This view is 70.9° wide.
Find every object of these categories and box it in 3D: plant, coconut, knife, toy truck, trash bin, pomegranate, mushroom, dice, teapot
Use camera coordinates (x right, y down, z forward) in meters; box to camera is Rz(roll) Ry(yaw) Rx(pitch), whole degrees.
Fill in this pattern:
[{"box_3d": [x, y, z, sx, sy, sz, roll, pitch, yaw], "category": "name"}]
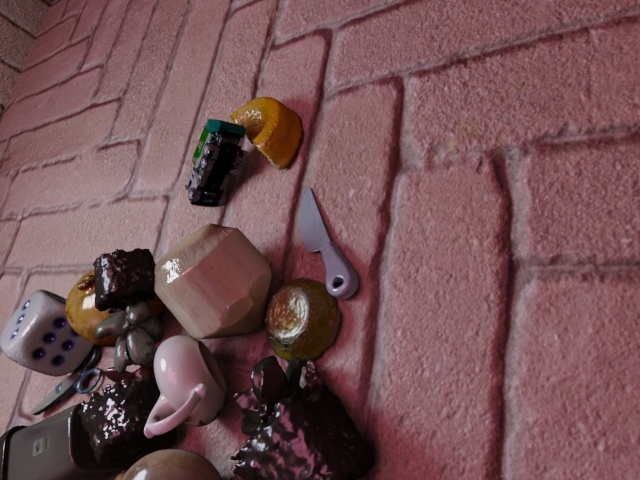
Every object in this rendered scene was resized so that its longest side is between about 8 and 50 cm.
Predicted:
[{"box_3d": [-0.438, 0.159, 1.031, 0.146, 0.149, 0.274, -23, 74, 59], "category": "plant"}, {"box_3d": [-0.228, 0.103, 1.019, 0.237, 0.266, 0.237, -33, 10, 6], "category": "coconut"}, {"box_3d": [-0.001, 0.002, 1.038, 0.080, 0.044, 0.331, -40, 48, 16], "category": "knife"}, {"box_3d": [-0.287, -0.213, 1.226, 0.253, 0.114, 0.124, -56, 46, 32], "category": "toy truck"}, {"box_3d": [-0.633, 0.534, 1.112, 0.250, 0.219, 0.219, -29, 58, 12], "category": "trash bin"}, {"box_3d": [-0.542, 0.167, 1.194, 0.248, 0.248, 0.248, -14, 62, 28], "category": "pomegranate"}, {"box_3d": [-0.304, 0.534, 0.911, 0.226, 0.226, 0.178, -60, 8, -3], "category": "mushroom"}, {"box_3d": [-0.786, 0.269, 1.314, 0.192, 0.194, 0.193, 16, 68, 46], "category": "dice"}, {"box_3d": [-0.293, 0.310, 0.971, 0.139, 0.298, 0.204, -26, 97, -8], "category": "teapot"}, {"box_3d": [-0.050, 0.349, 0.811, 0.276, 0.188, 0.199, 40, 99, 36], "category": "plant"}, {"box_3d": [-0.446, 0.401, 1.058, 0.204, 0.178, 0.234, -45, 49, 13], "category": "plant"}]

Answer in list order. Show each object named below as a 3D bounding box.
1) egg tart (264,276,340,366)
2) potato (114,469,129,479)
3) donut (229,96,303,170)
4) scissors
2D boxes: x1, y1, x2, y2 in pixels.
[{"box_3d": [-0.055, 0.167, 0.971, 0.197, 0.078, 0.197, -16, 60, 29], "category": "egg tart"}, {"box_3d": [-0.417, 0.599, 0.989, 0.109, 0.118, 0.178, -39, 48, 37], "category": "potato"}, {"box_3d": [-0.139, -0.320, 1.240, 0.152, 0.101, 0.259, -45, 48, 1], "category": "donut"}, {"box_3d": [-0.752, 0.436, 1.332, 0.289, 0.041, 0.138, -37, 52, 9], "category": "scissors"}]
